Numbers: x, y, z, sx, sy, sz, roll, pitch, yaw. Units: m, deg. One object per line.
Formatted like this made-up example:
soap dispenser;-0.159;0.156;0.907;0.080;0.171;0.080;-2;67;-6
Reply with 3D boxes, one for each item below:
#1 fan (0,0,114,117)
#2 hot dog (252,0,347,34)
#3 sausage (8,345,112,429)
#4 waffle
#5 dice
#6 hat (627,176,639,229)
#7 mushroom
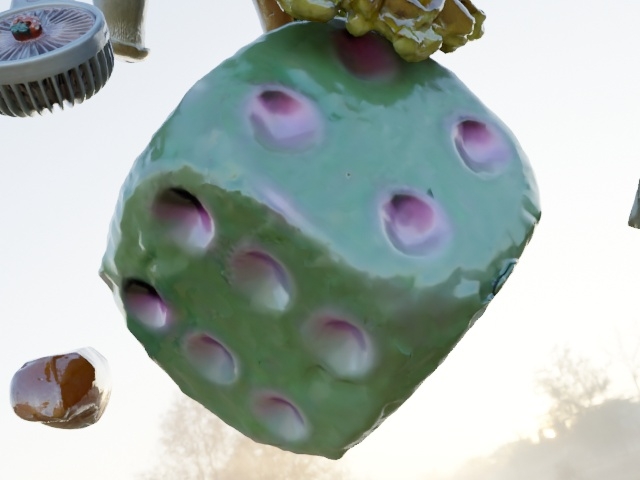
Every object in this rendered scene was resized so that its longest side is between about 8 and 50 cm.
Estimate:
fan;-0.264;-0.198;0.743;0.130;0.244;0.074;-15;-50;-7
hot dog;-0.004;-0.265;1.072;0.135;0.337;0.100;-28;24;-28
sausage;-0.255;0.147;0.789;0.089;0.089;0.179;-12;-7;-7
waffle;0.018;-0.294;0.783;0.302;0.325;0.068;0;-43;-36
dice;0.000;0.000;0.798;0.330;0.322;0.318;-47;-7;-41
hat;0.478;-0.023;0.921;0.173;0.144;0.166;0;19;-17
mushroom;-0.280;-0.373;1.097;0.096;0.247;0.108;-1;-3;-42
